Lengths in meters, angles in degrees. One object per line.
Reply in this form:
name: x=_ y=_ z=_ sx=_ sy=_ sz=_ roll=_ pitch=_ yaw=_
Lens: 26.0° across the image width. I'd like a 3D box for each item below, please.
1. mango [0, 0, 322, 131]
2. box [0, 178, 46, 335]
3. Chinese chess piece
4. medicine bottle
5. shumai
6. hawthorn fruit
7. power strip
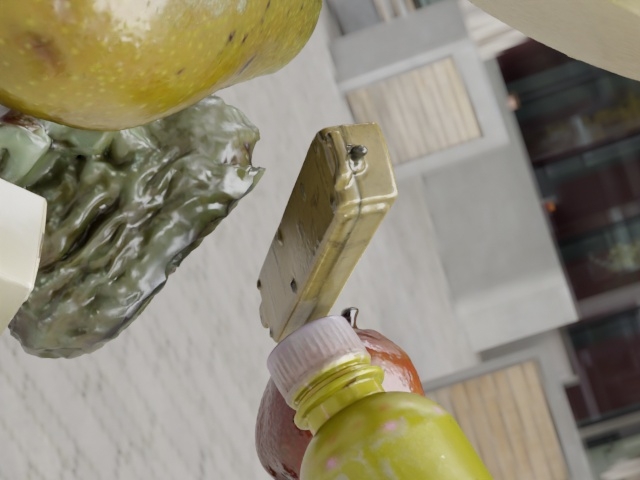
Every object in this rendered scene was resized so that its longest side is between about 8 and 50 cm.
mango: x=-0.089 y=-0.157 z=0.738 sx=0.175 sy=0.176 sz=0.329 roll=46 pitch=32 yaw=20
box: x=-0.295 y=0.036 z=0.867 sx=0.168 sy=0.212 sz=0.095 roll=27 pitch=33 yaw=-21
Chinese chess piece: x=0.207 y=-0.187 z=0.968 sx=0.097 sy=0.251 sz=0.251 roll=-66 pitch=169 yaw=2
medicine bottle: x=0.042 y=0.155 z=0.956 sx=0.212 sy=0.122 sz=0.122 roll=57 pitch=4 yaw=23
shumai: x=-0.191 y=-0.046 z=1.101 sx=0.218 sy=0.256 sz=0.189 roll=42 pitch=-2 yaw=-20
hawthorn fruit: x=0.023 y=0.154 z=1.303 sx=0.169 sy=0.169 sz=0.188 roll=44 pitch=58 yaw=-70
power strip: x=0.000 y=0.000 z=0.964 sx=0.305 sy=0.044 sz=0.064 roll=115 pitch=-37 yaw=-64
